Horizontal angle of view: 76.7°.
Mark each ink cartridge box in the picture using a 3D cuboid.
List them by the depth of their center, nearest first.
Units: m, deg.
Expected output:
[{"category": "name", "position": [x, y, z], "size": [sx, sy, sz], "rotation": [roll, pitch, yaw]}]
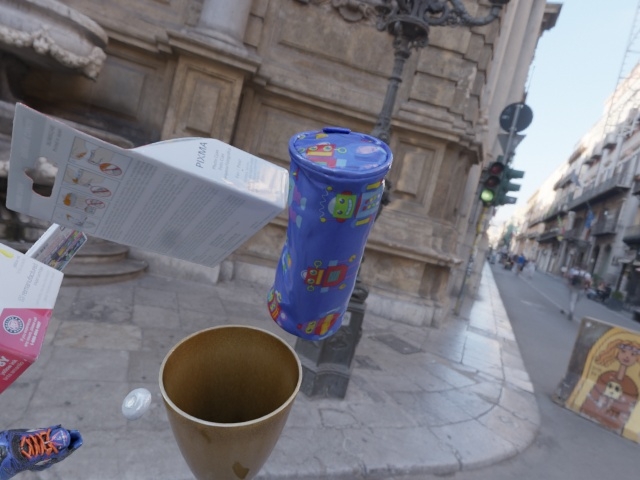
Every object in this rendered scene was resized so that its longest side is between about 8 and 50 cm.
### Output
[{"category": "ink cartridge box", "position": [-0.296, -0.084, 0.702], "size": [0.384, 0.091, 0.308], "rotation": [21, -34, -31]}, {"category": "ink cartridge box", "position": [-0.757, 0.105, 0.787], "size": [0.384, 0.160, 0.279], "rotation": [41, 15, -38]}]

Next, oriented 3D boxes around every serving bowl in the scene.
[{"category": "serving bowl", "position": [-0.495, 0.432, 1.077], "size": [0.083, 0.083, 0.027], "rotation": [16, -29, 35]}]

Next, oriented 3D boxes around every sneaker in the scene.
[{"category": "sneaker", "position": [-0.510, 0.370, 0.735], "size": [0.086, 0.083, 0.221], "rotation": [-21, -17, -15]}]

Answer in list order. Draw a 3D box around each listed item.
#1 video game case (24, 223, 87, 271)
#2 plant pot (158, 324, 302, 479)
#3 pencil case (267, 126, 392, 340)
[{"category": "video game case", "position": [-0.877, 0.022, 1.353], "size": [0.023, 0.202, 0.184], "rotation": [22, -33, 1]}, {"category": "plant pot", "position": [-0.166, 0.330, 0.738], "size": [0.236, 0.255, 0.237], "rotation": [7, 24, -3]}, {"category": "pencil case", "position": [0.000, 0.000, 0.539], "size": [0.119, 0.306, 0.133], "rotation": [1, 42, -14]}]
